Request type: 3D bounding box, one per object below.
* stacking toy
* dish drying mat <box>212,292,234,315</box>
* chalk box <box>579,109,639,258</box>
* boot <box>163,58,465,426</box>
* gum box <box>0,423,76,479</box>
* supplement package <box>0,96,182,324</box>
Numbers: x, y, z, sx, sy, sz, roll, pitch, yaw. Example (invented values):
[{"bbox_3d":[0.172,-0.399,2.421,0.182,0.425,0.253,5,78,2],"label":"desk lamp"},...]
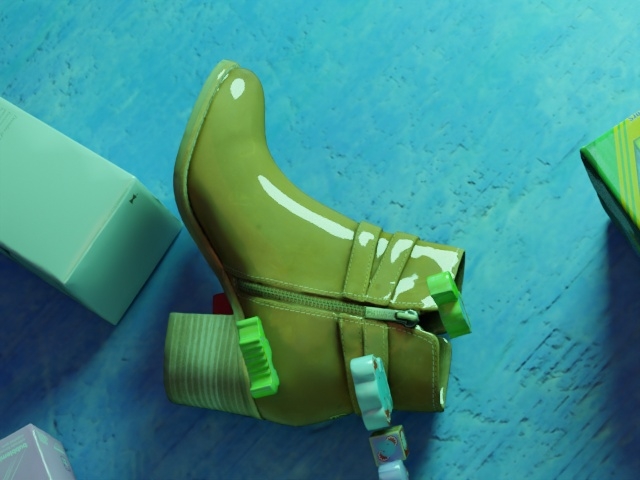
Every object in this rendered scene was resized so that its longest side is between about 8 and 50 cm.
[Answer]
[{"bbox_3d":[0.045,0.144,1.307,0.167,0.052,0.221,-16,93,11],"label":"stacking toy"},{"bbox_3d":[-0.069,0.080,1.443,0.032,0.008,0.083,-10,67,14],"label":"dish drying mat"},{"bbox_3d":[0.301,0.001,1.282,0.132,0.132,0.213,-34,64,3],"label":"chalk box"},{"bbox_3d":[0.000,0.000,1.389,0.220,0.109,0.284,1,74,15],"label":"boot"},{"bbox_3d":[-0.275,0.239,1.416,0.188,0.062,0.107,-30,63,5],"label":"gum box"},{"bbox_3d":[-0.222,-0.029,1.483,0.179,0.105,0.105,30,80,27],"label":"supplement package"}]
